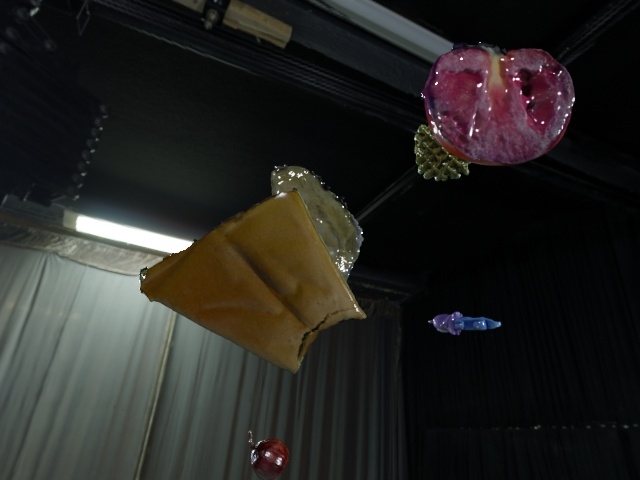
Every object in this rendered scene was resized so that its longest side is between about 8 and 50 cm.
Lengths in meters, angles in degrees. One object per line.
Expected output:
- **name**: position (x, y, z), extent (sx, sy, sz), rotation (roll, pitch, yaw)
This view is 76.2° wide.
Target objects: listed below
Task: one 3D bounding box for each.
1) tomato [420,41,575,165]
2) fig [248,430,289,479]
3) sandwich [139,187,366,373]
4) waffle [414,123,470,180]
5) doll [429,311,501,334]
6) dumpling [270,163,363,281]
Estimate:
- **tomato**: position (0.409, -0.306, 1.003), extent (0.336, 0.289, 0.176), rotation (5, -8, 8)
- **fig**: position (-0.166, 0.686, 1.299), extent (0.129, 0.128, 0.150), rotation (-11, -68, 28)
- **sandwich**: position (-0.090, 0.078, 0.524), extent (0.245, 0.211, 0.063), rotation (-29, -4, 7)
- **waffle**: position (0.366, -0.269, 1.211), extent (0.170, 0.183, 0.036), rotation (-2, 10, 24)
- **doll**: position (0.408, 0.238, 1.171), extent (0.206, 0.067, 0.110), rotation (-8, -8, 42)
- **dumpling**: position (-0.004, 0.001, 0.829), extent (0.166, 0.331, 0.086), rotation (-6, -15, -10)
